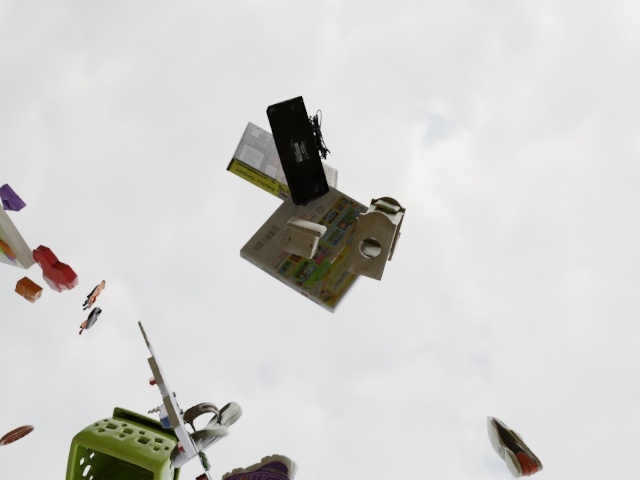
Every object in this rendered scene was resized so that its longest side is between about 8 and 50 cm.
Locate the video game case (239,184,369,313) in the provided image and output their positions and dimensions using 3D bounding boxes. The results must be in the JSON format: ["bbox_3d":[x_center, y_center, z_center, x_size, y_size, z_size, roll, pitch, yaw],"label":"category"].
[{"bbox_3d":[0.000,0.000,1.468,0.206,0.026,0.227,31,-122,15],"label":"video game case"}]

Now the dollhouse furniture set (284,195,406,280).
[{"bbox_3d":[0.046,-0.033,1.259,0.160,0.182,0.101,17,-71,8],"label":"dollhouse furniture set"}]

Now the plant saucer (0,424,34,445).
[{"bbox_3d":[-0.692,0.441,1.819,0.083,0.083,0.013,-35,-103,16],"label":"plant saucer"}]

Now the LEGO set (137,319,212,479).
[{"bbox_3d":[-0.205,0.248,1.083,0.060,0.244,0.182,-24,-131,-11],"label":"LEGO set"}]

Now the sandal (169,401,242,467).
[{"bbox_3d":[-0.238,0.368,1.588,0.120,0.303,0.086,-35,-92,4],"label":"sandal"}]

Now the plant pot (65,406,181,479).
[{"bbox_3d":[-0.443,0.532,1.875,0.228,0.207,0.227,17,-69,10],"label":"plant pot"}]

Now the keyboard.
[{"bbox_3d":[-0.033,-0.168,1.474,0.100,0.192,0.038,-19,-165,-13],"label":"keyboard"}]

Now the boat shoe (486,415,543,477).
[{"bbox_3d":[0.299,0.320,1.252,0.043,0.049,0.137,-12,-156,-9],"label":"boat shoe"}]

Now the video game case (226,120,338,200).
[{"bbox_3d":[-0.077,-0.158,1.802,0.035,0.248,0.275,-58,-170,23],"label":"video game case"}]

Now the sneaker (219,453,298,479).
[{"bbox_3d":[-0.108,0.391,1.247,0.170,0.068,0.071,-37,-156,31],"label":"sneaker"}]

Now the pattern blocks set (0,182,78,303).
[{"bbox_3d":[-0.514,-0.019,1.228,0.324,0.285,0.026,-9,-152,49],"label":"pattern blocks set"}]

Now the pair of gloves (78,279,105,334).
[{"bbox_3d":[-0.388,0.115,1.365,0.074,0.010,0.083,-63,171,-62],"label":"pair of gloves"}]
